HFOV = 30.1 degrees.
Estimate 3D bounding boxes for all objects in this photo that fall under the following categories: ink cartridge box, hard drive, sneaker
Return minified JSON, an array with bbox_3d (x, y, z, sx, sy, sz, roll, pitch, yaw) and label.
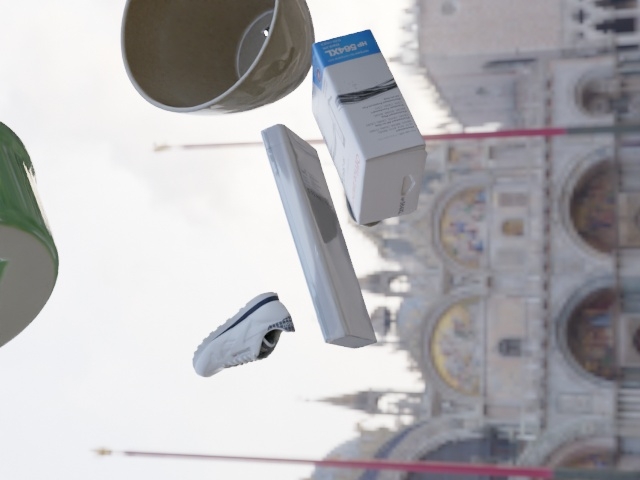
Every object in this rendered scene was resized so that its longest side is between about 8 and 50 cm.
[{"bbox_3d":[0.058,-0.146,1.541,0.148,0.085,0.203,92,160,-56],"label":"ink cartridge box"},{"bbox_3d":[0.000,0.000,1.949,0.233,0.047,0.353,27,-136,-74],"label":"hard drive"},{"bbox_3d":[-0.148,0.197,2.244,0.095,0.235,0.090,56,-154,18],"label":"sneaker"}]

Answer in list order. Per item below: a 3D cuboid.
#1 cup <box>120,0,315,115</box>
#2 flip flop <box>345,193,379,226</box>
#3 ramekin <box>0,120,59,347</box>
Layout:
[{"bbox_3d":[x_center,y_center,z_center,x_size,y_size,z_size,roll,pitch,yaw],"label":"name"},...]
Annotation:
[{"bbox_3d":[-0.140,-0.352,2.033,0.237,0.331,0.331,16,-106,-55],"label":"cup"},{"bbox_3d":[0.092,-0.158,2.073,0.112,0.080,0.277,-10,-77,-40],"label":"flip flop"},{"bbox_3d":[-0.425,0.015,1.255,0.148,0.303,0.303,58,-178,30],"label":"ramekin"}]
